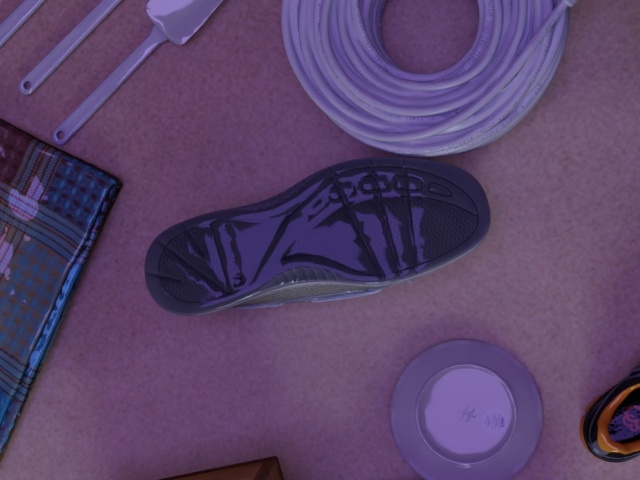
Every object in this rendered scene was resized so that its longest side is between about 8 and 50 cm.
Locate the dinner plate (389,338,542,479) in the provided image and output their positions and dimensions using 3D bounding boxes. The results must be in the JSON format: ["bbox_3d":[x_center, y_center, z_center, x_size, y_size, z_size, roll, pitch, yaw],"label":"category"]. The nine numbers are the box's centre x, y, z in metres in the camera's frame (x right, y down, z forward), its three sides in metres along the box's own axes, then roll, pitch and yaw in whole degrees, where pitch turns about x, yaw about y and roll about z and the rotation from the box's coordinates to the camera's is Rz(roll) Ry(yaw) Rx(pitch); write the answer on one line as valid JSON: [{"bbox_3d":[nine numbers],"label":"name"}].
[{"bbox_3d":[0.134,0.161,1.277,0.141,0.017,0.141,-1,81,3],"label":"dinner plate"}]

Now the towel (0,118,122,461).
[{"bbox_3d":[-0.388,0.050,1.392,0.271,0.040,0.370,26,95,10],"label":"towel"}]

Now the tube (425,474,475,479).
[{"bbox_3d":[0.040,0.271,1.296,0.240,0.062,0.070,-7,131,7],"label":"tube"}]

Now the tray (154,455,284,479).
[{"bbox_3d":[-0.085,0.417,1.271,0.202,0.076,0.411,-13,101,12],"label":"tray"}]

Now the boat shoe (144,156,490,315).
[{"bbox_3d":[-0.001,0.003,1.286,0.320,0.103,0.118,-16,82,7],"label":"boat shoe"}]

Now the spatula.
[{"bbox_3d":[-0.220,-0.220,1.366,0.242,0.019,0.168,-44,83,9],"label":"spatula"}]

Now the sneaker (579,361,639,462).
[{"bbox_3d":[0.319,0.123,1.219,0.084,0.083,0.215,45,97,10],"label":"sneaker"}]

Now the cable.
[{"bbox_3d":[0.097,-0.205,1.263,0.257,0.089,0.257,28,97,11],"label":"cable"}]
